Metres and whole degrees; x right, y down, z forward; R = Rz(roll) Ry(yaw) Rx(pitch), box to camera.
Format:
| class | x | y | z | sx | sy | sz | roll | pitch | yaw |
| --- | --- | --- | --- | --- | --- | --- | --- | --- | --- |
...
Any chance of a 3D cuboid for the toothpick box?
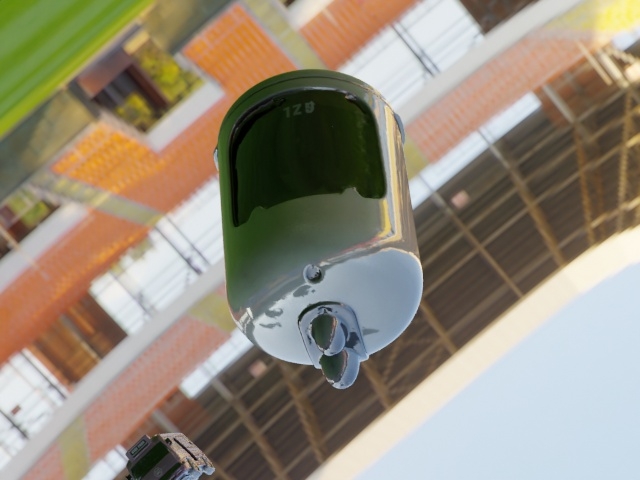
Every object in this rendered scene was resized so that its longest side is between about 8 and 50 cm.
| class | x | y | z | sx | sy | sz | roll | pitch | yaw |
| --- | --- | --- | --- | --- | --- | --- | --- | --- | --- |
| toothpick box | 0.000 | 0.000 | 1.285 | 0.229 | 0.229 | 0.316 | -35 | -139 | 28 |

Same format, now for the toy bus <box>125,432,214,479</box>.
| class | x | y | z | sx | sy | sz | roll | pitch | yaw |
| --- | --- | --- | --- | --- | --- | --- | --- | --- | --- |
| toy bus | -0.232 | 0.344 | 1.841 | 0.087 | 0.098 | 0.178 | -43 | 170 | -1 |
